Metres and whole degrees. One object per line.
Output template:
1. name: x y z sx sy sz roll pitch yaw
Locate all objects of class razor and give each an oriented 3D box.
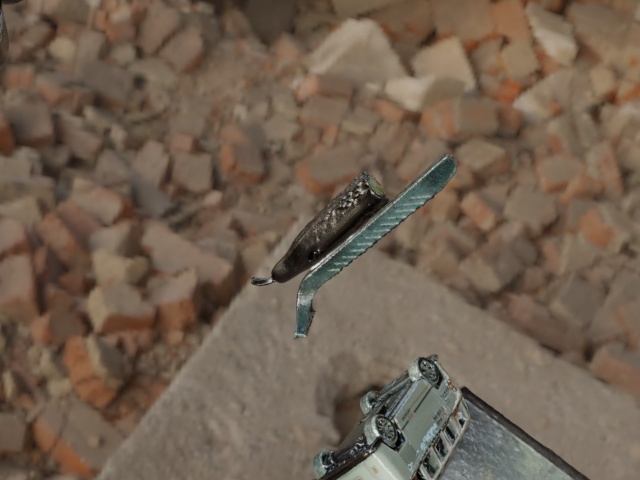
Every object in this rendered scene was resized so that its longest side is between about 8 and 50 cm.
1. razor: 0.037 -0.001 1.100 0.033 0.190 0.066 42 17 -7

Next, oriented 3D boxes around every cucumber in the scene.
1. cucumber: 0.000 0.000 1.305 0.043 0.163 0.039 36 26 -20

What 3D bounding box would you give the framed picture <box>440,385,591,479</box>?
1. framed picture: 0.194 0.343 1.306 0.347 0.265 0.016 38 -6 9

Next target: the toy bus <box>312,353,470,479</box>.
1. toy bus: 0.070 0.176 1.206 0.089 0.087 0.194 50 31 -3

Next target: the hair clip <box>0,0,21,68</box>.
1. hair clip: -0.322 -0.256 1.135 0.194 0.206 0.310 46 2 -41
